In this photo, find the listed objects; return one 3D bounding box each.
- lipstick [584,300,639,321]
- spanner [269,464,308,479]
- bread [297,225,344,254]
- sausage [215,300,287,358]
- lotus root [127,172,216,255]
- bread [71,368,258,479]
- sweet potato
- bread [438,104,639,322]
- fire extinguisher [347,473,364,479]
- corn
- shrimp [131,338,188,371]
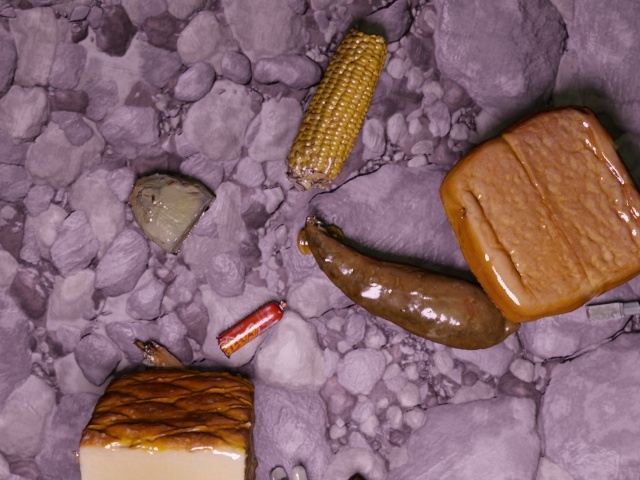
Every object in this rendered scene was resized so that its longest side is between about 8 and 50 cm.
[{"bbox_3d":[0.551,0.126,1.575,0.129,0.030,0.030,-7,88,1],"label":"lipstick"},{"bbox_3d":[-0.014,0.563,1.552,0.040,0.096,0.324,-15,84,-42],"label":"spanner"},{"bbox_3d":[0.000,0.000,1.595,0.088,0.033,0.049,-6,94,1],"label":"bread"},{"bbox_3d":[-0.121,0.159,1.589,0.145,0.048,0.050,-34,93,-2],"label":"sausage"},{"bbox_3d":[-0.287,-0.059,1.587,0.144,0.070,0.143,27,89,3],"label":"lotus root"},{"bbox_3d":[-0.243,0.359,1.452,0.279,0.279,0.207,0,105,3],"label":"bread"},{"bbox_3d":[0.149,0.089,1.543,0.423,0.130,0.130,25,89,6],"label":"sweet potato"},{"bbox_3d":[0.388,-0.041,1.512,0.328,0.148,0.337,-29,83,-7],"label":"bread"},{"bbox_3d":[0.167,0.556,1.526,0.341,0.105,0.141,41,134,6],"label":"fire extinguisher"},{"bbox_3d":[0.031,-0.234,1.565,0.115,0.115,0.317,23,89,2],"label":"corn"},{"bbox_3d":[-0.289,0.255,1.599,0.099,0.041,0.180,-40,89,15],"label":"shrimp"}]
